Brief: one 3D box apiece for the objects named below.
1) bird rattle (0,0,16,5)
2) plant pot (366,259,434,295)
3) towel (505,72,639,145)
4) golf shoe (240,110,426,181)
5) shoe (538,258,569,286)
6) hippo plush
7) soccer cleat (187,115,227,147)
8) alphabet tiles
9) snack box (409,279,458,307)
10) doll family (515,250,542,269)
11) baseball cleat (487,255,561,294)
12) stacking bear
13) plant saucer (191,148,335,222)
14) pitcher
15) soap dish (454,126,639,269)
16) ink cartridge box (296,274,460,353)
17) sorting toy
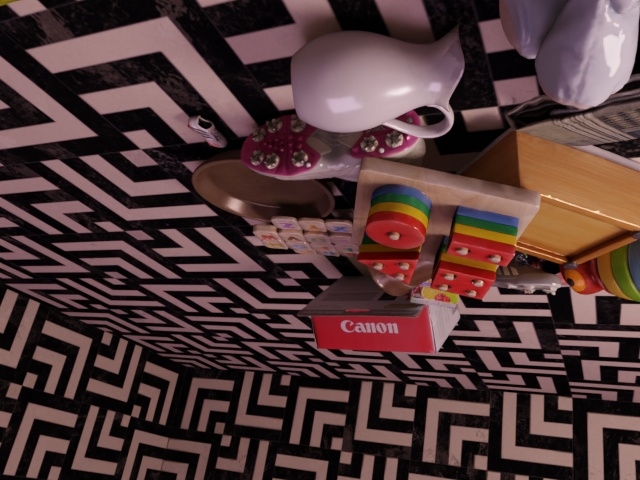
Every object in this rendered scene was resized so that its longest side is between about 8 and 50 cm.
[{"bbox_3d":[-0.490,-0.346,0.713,0.254,0.143,0.207,23,145,3],"label":"bird rattle"},{"bbox_3d":[0.197,0.010,1.156,0.165,0.166,0.167,-22,142,40],"label":"plant pot"},{"bbox_3d":[0.407,-0.162,0.659,0.312,0.056,0.324,-6,-179,36],"label":"towel"},{"bbox_3d":[0.021,-0.133,0.951,0.306,0.115,0.140,0,158,24],"label":"golf shoe"},{"bbox_3d":[0.542,0.063,1.242,0.178,0.063,0.081,-6,157,42],"label":"shoe"},{"bbox_3d":[0.289,-0.273,0.472,0.237,0.234,0.294,-17,162,-3],"label":"hippo plush"},{"bbox_3d":[-0.189,-0.186,1.013,0.036,0.029,0.083,-8,146,44],"label":"soccer cleat"},{"bbox_3d":[0.000,0.000,1.314,0.284,0.021,0.278,3,165,9],"label":"alphabet tiles"},{"bbox_3d":[0.249,0.069,1.275,0.100,0.141,0.037,8,156,5],"label":"snack box"},{"bbox_3d":[0.388,0.015,1.194,0.112,0.076,0.193,-4,158,19],"label":"doll family"},{"bbox_3d":[0.343,0.042,1.073,0.072,0.109,0.206,14,171,-34],"label":"baseball cleat"},{"bbox_3d":[0.567,0.043,1.077,0.175,0.164,0.289,58,154,-11],"label":"stacking bear"},{"bbox_3d":[-0.107,-0.102,1.140,0.278,0.041,0.278,7,161,3],"label":"plant saucer"},{"bbox_3d":[0.075,-0.191,0.774,0.207,0.125,0.177,-3,146,8],"label":"pitcher"},{"bbox_3d":[0.372,-0.060,0.962,0.291,0.118,0.229,16,156,-14],"label":"soap dish"},{"bbox_3d":[0.141,0.182,1.417,0.310,0.130,0.272,-4,-165,30],"label":"ink cartridge box"},{"bbox_3d":[0.172,-0.002,0.927,0.256,0.089,0.257,13,156,6],"label":"sorting toy"}]
